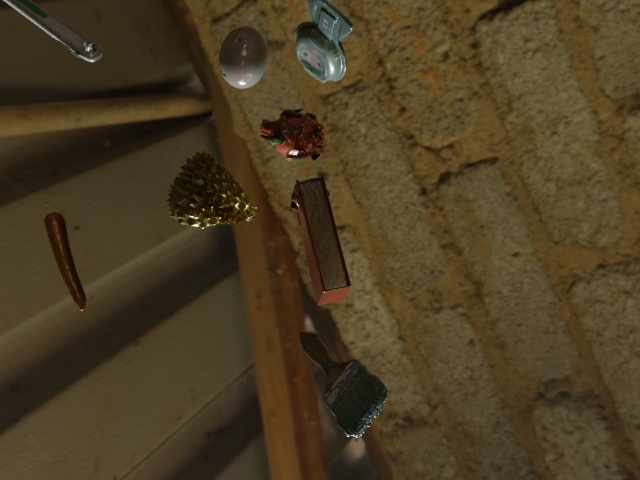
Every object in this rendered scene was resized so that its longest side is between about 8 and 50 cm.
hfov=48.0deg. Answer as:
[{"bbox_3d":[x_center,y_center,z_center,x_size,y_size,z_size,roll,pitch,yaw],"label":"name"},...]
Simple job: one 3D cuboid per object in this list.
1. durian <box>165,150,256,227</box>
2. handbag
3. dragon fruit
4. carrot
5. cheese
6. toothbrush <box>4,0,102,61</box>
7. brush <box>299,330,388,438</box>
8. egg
[{"bbox_3d":[-0.226,-0.098,1.453,0.132,0.165,0.182,14,-138,-47],"label":"durian"},{"bbox_3d":[0.000,0.000,1.161,0.127,0.062,0.190,103,154,-74],"label":"handbag"},{"bbox_3d":[-0.049,-0.176,1.197,0.081,0.116,0.086,77,-160,-60],"label":"dragon fruit"},{"bbox_3d":[-0.460,0.039,1.302,0.037,0.037,0.190,-13,-96,-55],"label":"carrot"},{"bbox_3d":[0.002,-0.196,0.711,0.067,0.121,0.026,41,-109,7],"label":"cheese"},{"bbox_3d":[-0.487,-0.389,1.050,0.418,0.040,0.042,35,-126,4],"label":"toothbrush"},{"bbox_3d":[0.015,0.153,0.838,0.021,0.196,0.070,35,-86,-30],"label":"brush"},{"bbox_3d":[-0.163,-0.390,1.529,0.103,0.103,0.135,20,-104,-49],"label":"egg"}]
